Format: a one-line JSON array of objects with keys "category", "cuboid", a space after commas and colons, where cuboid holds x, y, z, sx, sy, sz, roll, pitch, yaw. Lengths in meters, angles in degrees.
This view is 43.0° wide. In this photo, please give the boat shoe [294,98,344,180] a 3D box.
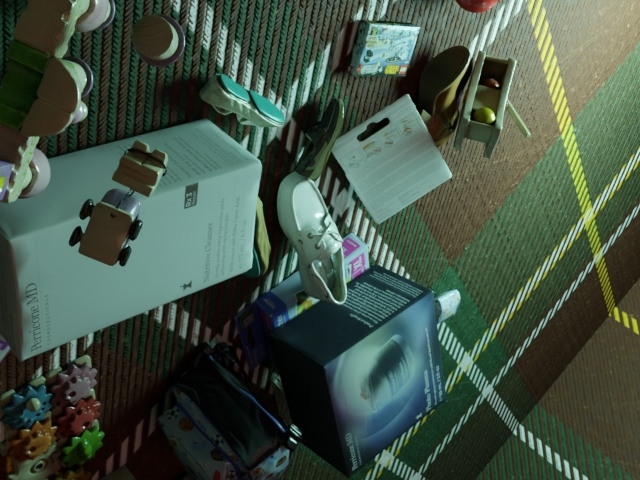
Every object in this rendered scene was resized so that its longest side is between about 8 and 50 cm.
[{"category": "boat shoe", "cuboid": [-0.002, -0.179, 1.426, 0.049, 0.056, 0.152, 15, 104, -19]}]

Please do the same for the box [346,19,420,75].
[{"category": "box", "cuboid": [0.112, -0.339, 1.439, 0.137, 0.027, 0.094, -11, 126, -44]}]

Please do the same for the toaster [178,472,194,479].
[{"category": "toaster", "cuboid": [-0.236, 0.554, 1.750, 0.168, 0.110, 0.186, -38, 143, -21]}]

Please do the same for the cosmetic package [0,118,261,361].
[{"category": "cosmetic package", "cuboid": [-0.285, -0.014, 1.158, 0.385, 0.156, 0.217, -25, 138, -35]}]

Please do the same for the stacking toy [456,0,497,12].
[{"category": "stacking toy", "cuboid": [0.317, -0.552, 1.405, 0.141, 0.141, 0.330, -18, 136, -39]}]

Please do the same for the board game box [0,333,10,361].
[{"category": "board game box", "cuboid": [-0.594, 0.202, 1.073, 0.316, 0.064, 0.242, -51, 145, -2]}]

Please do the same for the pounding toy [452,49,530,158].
[{"category": "pounding toy", "cuboid": [0.365, -0.278, 1.629, 0.269, 0.154, 0.154, -69, 172, -47]}]

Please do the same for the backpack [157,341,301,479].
[{"category": "backpack", "cuboid": [-0.169, 0.379, 1.560, 0.213, 0.276, 0.263, -38, 149, -12]}]

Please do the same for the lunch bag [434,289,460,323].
[{"category": "lunch bag", "cuboid": [0.318, 0.165, 2.095, 0.071, 0.053, 0.083, -26, 147, -29]}]

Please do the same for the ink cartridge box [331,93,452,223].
[{"category": "ink cartridge box", "cuboid": [0.131, -0.161, 1.569, 0.181, 0.056, 0.225, -33, 126, 5]}]

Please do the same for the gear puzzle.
[{"category": "gear puzzle", "cuboid": [-0.449, 0.357, 1.392, 0.175, 0.044, 0.339, -25, 137, -34]}]

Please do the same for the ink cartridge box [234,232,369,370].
[{"category": "ink cartridge box", "cuboid": [-0.026, 0.139, 1.674, 0.311, 0.065, 0.186, -33, 140, -23]}]

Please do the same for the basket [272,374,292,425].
[{"category": "basket", "cuboid": [-0.032, 0.359, 1.811, 0.103, 0.113, 0.167, -32, 139, -23]}]

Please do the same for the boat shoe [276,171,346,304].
[{"category": "boat shoe", "cuboid": [0.000, 0.000, 1.509, 0.098, 0.096, 0.277, -34, 125, -24]}]

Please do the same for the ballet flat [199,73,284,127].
[{"category": "ballet flat", "cuboid": [-0.125, -0.212, 1.272, 0.052, 0.057, 0.168, -34, 147, 23]}]

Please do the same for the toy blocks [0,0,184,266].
[{"category": "toy blocks", "cuboid": [-0.299, -0.166, 0.936, 0.260, 0.308, 0.289, -111, -135, -82]}]

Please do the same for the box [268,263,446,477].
[{"category": "box", "cuboid": [0.086, 0.260, 1.647, 0.294, 0.182, 0.296, -31, 125, -28]}]

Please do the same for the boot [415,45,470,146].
[{"category": "boot", "cuboid": [0.248, -0.281, 1.615, 0.197, 0.073, 0.152, -52, 148, 13]}]

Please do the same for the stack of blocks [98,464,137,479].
[{"category": "stack of blocks", "cuboid": [-0.466, 0.577, 1.527, 0.297, 0.087, 0.171, -27, 138, -32]}]

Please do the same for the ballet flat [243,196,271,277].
[{"category": "ballet flat", "cuboid": [-0.129, -0.033, 1.410, 0.232, 0.080, 0.073, 86, 24, -47]}]
